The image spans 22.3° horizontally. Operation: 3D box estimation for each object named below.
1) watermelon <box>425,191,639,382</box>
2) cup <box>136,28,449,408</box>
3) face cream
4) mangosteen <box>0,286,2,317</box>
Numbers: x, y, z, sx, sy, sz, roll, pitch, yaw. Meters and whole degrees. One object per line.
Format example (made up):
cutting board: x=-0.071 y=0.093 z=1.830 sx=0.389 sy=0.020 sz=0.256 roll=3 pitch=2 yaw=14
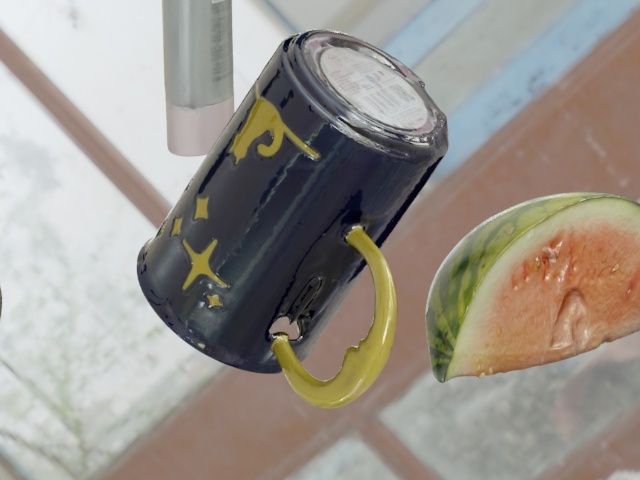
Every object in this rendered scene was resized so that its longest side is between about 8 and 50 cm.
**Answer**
watermelon: x=0.206 y=0.022 z=1.588 sx=0.303 sy=0.159 sz=0.128 roll=-14 pitch=23 yaw=-34
cup: x=0.008 y=-0.008 z=1.360 sx=0.178 sy=0.255 sz=0.256 roll=-22 pitch=-28 yaw=-55
face cream: x=-0.130 y=-0.228 z=1.740 sx=0.073 sy=0.269 sz=0.107 roll=6 pitch=20 yaw=21
mangosteen: x=-0.415 y=0.067 z=1.735 sx=0.152 sy=0.152 sz=0.152 roll=-43 pitch=6 yaw=6
